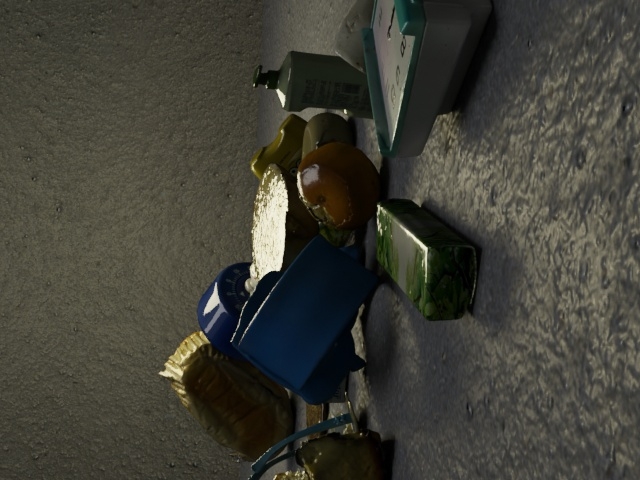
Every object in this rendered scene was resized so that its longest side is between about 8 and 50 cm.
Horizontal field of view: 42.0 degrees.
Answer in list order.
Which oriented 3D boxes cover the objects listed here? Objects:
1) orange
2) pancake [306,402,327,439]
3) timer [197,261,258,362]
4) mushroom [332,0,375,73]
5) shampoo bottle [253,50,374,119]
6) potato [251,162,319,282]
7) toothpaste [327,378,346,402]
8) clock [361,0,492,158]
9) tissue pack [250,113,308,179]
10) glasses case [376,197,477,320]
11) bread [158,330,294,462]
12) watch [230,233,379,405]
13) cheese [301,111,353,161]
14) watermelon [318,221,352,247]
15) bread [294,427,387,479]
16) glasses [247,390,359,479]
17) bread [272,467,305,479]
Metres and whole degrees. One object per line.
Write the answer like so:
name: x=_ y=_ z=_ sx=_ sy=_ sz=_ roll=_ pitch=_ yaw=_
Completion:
orange: x=0.036 y=-0.095 z=1.446 sx=0.157 sy=0.134 sz=0.156 roll=24 pitch=130 yaw=33
pancake: x=-0.010 y=0.379 z=1.872 sx=0.199 sy=0.021 sz=0.199 roll=-177 pitch=90 yaw=-79
timer: x=-0.135 y=0.100 z=2.135 sx=0.270 sy=0.270 sz=0.383 roll=-98 pitch=29 yaw=-46
mushroom: x=0.099 y=-0.357 z=1.306 sx=0.093 sy=0.116 sz=0.225 roll=8 pitch=76 yaw=64
shampoo bottle: x=0.004 y=-0.261 z=1.394 sx=0.118 sy=0.234 sz=0.087 roll=113 pitch=159 yaw=-61
potato: x=-0.059 y=-0.023 z=1.681 sx=0.299 sy=0.116 sz=0.239 roll=-108 pitch=25 yaw=-48
toothpaste: x=-0.006 y=0.251 z=1.765 sx=0.336 sy=0.067 sz=0.081 roll=-139 pitch=53 yaw=-76
clock: x=0.130 y=-0.276 z=1.093 sx=0.231 sy=0.116 sz=0.262 roll=98 pitch=171 yaw=-51
tissue pack: x=-0.076 y=-0.208 z=2.033 sx=0.178 sy=0.127 sz=0.123 roll=-47 pitch=14 yaw=14
glasses case: x=0.131 y=0.017 z=1.095 sx=0.272 sy=0.062 sz=0.095 roll=-120 pitch=29 yaw=-73
bread: x=-0.233 y=0.415 z=2.242 sx=0.388 sy=0.236 sz=0.183 roll=52 pitch=169 yaw=-13
watch: x=0.004 y=0.105 z=1.421 sx=0.305 sy=0.241 sz=0.274 roll=-55 pitch=-5 yaw=-22
cheese: x=0.011 y=-0.180 z=1.744 sx=0.202 sy=0.091 sz=0.175 roll=-135 pitch=49 yaw=-79
watermelon: x=0.032 y=-0.066 z=1.557 sx=0.087 sy=0.069 sz=0.163 roll=-26 pitch=44 yaw=62
bread: x=0.035 y=0.370 z=1.294 sx=0.160 sy=0.140 sz=0.169 roll=88 pitch=174 yaw=-52
glasses: x=-0.020 y=0.385 z=1.497 sx=0.088 sy=0.221 sz=0.189 roll=50 pitch=156 yaw=14
bread: x=-0.003 y=0.502 z=1.407 sx=0.174 sy=0.121 sz=0.245 roll=47 pitch=-160 yaw=-40
